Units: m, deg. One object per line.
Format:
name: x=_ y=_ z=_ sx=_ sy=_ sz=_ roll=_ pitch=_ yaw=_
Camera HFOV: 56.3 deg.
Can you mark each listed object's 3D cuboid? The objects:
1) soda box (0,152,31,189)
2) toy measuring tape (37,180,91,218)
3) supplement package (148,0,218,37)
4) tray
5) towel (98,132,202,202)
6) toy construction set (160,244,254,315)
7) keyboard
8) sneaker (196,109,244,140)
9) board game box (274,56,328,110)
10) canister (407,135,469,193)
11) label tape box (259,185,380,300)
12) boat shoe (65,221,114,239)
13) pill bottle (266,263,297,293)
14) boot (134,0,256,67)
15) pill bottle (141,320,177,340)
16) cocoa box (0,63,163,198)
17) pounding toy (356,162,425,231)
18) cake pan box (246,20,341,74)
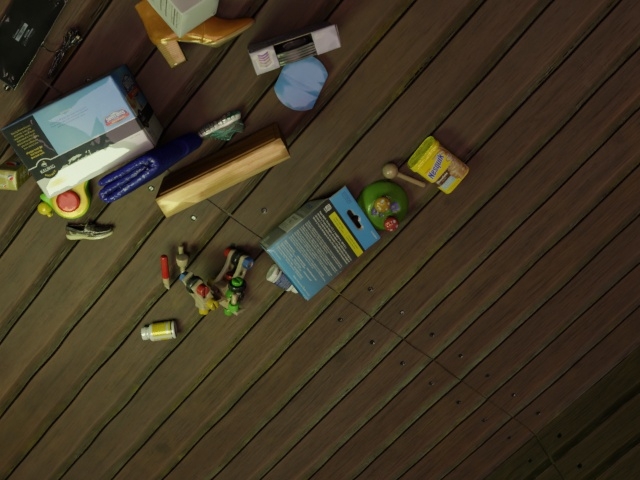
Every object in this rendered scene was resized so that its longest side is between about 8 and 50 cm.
soda box: x=-0.901 y=-0.207 z=1.772 sx=0.058 sy=0.181 sz=0.061 roll=4 pitch=113 yaw=-9
toy measuring tape: x=-0.720 y=-0.155 z=1.867 sx=0.330 sy=0.121 sz=0.121 roll=-28 pitch=116 yaw=-5
supplement package: x=-0.397 y=-0.692 z=1.579 sx=0.139 sy=0.134 sz=0.244 roll=-42 pitch=94 yaw=-17
tray: x=-0.298 y=-0.224 z=1.833 sx=0.411 sy=0.203 sz=0.076 roll=-26 pitch=115 yaw=5
towel: x=-0.493 y=-0.224 z=1.735 sx=0.228 sy=0.308 sz=0.076 roll=-30 pitch=102 yaw=22
toy construction set: x=-0.381 y=0.167 z=2.016 sx=0.309 sy=0.257 sz=0.237 roll=13 pitch=127 yaw=9
keyboard: x=-0.809 y=-0.568 z=1.702 sx=0.202 sy=0.033 sz=0.317 roll=36 pitch=106 yaw=-14
sneaker: x=-0.310 y=-0.336 z=1.860 sx=0.167 sy=0.065 sz=0.076 roll=-25 pitch=120 yaw=6
board game box: x=-0.062 y=-0.487 z=1.839 sx=0.133 sy=0.033 sz=0.168 roll=24 pitch=105 yaw=-12
canister: x=0.394 y=-0.247 z=1.988 sx=0.170 sy=0.073 sz=0.126 roll=32 pitch=107 yaw=-21
label tape box: x=0.000 y=0.000 z=2.018 sx=0.334 sy=0.106 sz=0.240 roll=-40 pitch=114 yaw=-9
boat shoe: x=-0.753 y=-0.034 z=1.942 sx=0.152 sy=0.056 sz=0.049 roll=-6 pitch=120 yaw=-5
pill bottle: x=-0.124 y=0.137 z=2.099 sx=0.120 sy=0.067 sz=0.067 roll=32 pitch=107 yaw=-19
boot: x=-0.354 y=-0.643 z=1.692 sx=0.295 sy=0.104 sz=0.211 roll=-27 pitch=105 yaw=-5
pill bottle: x=-0.573 y=0.323 z=2.127 sx=0.116 sy=0.065 sz=0.065 roll=-7 pitch=115 yaw=-5
cocoa box: x=-0.670 y=-0.320 z=1.722 sx=0.347 sy=0.231 sz=0.228 roll=-25 pitch=114 yaw=4
pounding toy: x=0.232 y=-0.121 z=2.004 sx=0.183 sy=0.110 sz=0.236 roll=28 pitch=108 yaw=-19
cake pan box: x=-0.080 y=-0.546 z=1.679 sx=0.246 sy=0.267 sz=0.070 roll=-21 pitch=113 yaw=-1
